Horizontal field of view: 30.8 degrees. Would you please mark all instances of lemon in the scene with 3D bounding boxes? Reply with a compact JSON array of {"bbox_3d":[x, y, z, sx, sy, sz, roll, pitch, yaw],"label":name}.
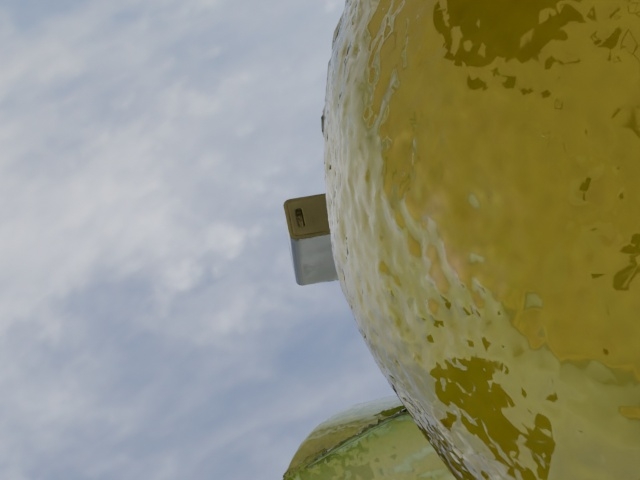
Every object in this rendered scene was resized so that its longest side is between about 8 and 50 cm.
[{"bbox_3d":[0.180,-0.005,0.447,0.364,0.364,0.364,-18,-146,12],"label":"lemon"}]

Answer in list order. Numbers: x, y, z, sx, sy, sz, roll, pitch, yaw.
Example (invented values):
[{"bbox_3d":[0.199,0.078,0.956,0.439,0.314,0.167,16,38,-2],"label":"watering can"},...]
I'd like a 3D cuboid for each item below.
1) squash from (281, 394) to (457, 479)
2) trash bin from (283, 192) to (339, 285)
[{"bbox_3d":[0.167,0.203,0.832,0.210,0.234,0.309,-23,-176,-42],"label":"squash"},{"bbox_3d":[0.000,0.000,1.037,0.061,0.092,0.043,-9,-119,-6],"label":"trash bin"}]
